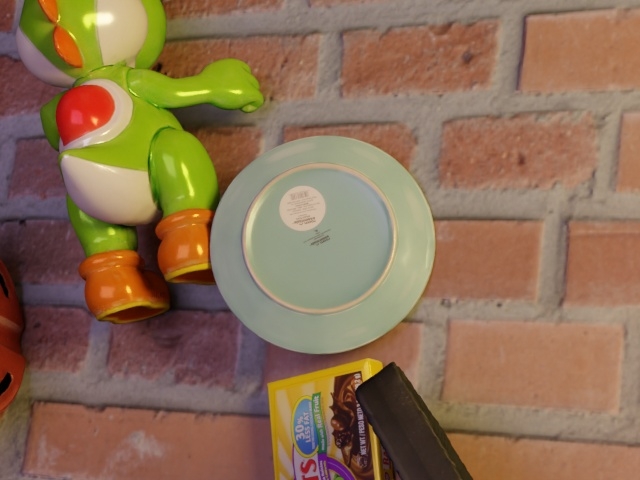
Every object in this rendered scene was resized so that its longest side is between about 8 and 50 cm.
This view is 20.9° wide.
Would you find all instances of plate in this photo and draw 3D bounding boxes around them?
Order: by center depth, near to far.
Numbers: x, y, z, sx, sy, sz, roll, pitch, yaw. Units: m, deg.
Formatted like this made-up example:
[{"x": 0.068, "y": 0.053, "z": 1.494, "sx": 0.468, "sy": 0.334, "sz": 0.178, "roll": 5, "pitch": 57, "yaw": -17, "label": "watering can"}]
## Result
[{"x": 0.000, "y": 0.000, "z": 1.427, "sx": 0.188, "sy": 0.024, "sz": 0.188, "roll": -2, "pitch": 76, "yaw": 6, "label": "plate"}]

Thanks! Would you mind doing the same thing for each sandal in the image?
[{"x": 0.170, "y": 0.249, "z": 1.217, "sx": 0.107, "sy": 0.167, "sz": 0.445, "roll": -34, "pitch": 59, "yaw": 2, "label": "sandal"}]

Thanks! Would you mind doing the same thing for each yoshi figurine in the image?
[{"x": -0.171, "y": -0.116, "z": 1.567, "sx": 0.362, "sy": 0.204, "sz": 0.203, "roll": 71, "pitch": 158, "yaw": 10, "label": "yoshi figurine"}]

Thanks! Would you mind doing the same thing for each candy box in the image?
[{"x": 0.011, "y": 0.206, "z": 1.410, "sx": 0.105, "sy": 0.027, "sz": 0.206, "roll": -17, "pitch": 68, "yaw": 32, "label": "candy box"}]

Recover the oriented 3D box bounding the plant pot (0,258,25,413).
[{"x": -0.438, "y": 0.101, "z": 1.617, "sx": 0.265, "sy": 0.272, "sz": 0.272, "roll": -17, "pitch": 68, "yaw": 20, "label": "plant pot"}]
